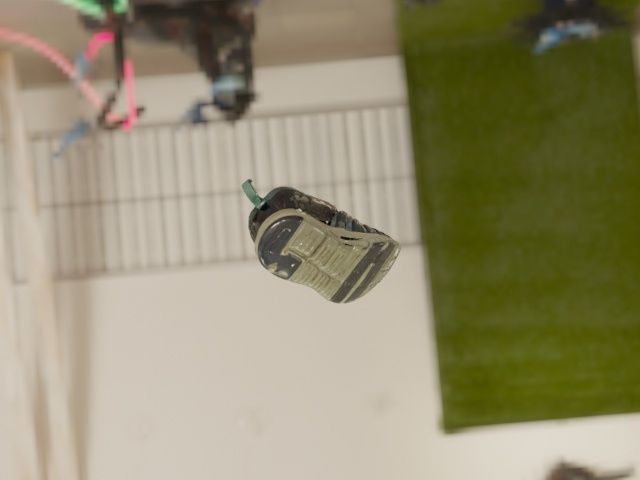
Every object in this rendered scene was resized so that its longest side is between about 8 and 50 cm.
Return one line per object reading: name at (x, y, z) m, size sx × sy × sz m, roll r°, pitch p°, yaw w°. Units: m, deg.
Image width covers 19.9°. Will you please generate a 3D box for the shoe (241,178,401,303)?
shoe at (0.000, 0.000, 1.349) m, size 0.143 × 0.071 × 0.064 m, roll 18°, pitch 118°, yaw -43°
